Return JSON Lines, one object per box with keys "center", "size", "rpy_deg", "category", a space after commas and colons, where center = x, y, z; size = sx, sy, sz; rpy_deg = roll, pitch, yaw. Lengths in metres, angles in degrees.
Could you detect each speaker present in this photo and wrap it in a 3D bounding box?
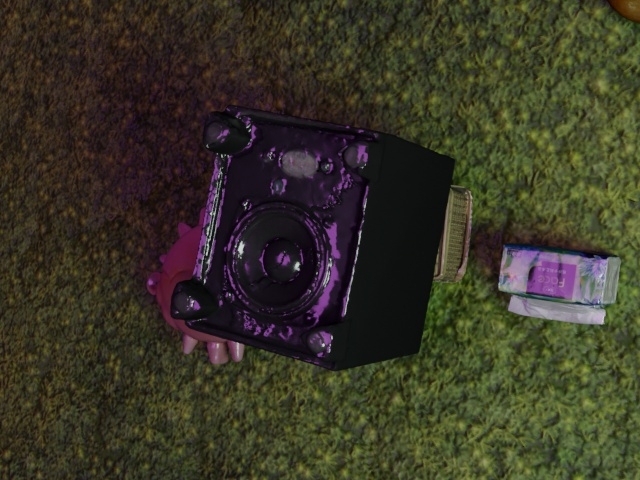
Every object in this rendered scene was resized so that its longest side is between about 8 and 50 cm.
{"center": [0.000, 0.000, 0.899], "size": [0.184, 0.254, 0.232], "rpy_deg": [12, 94, 27], "category": "speaker"}

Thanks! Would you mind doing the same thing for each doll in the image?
{"center": [-0.124, 0.054, 1.145], "size": [0.262, 0.093, 0.211], "rpy_deg": [-12, 78, 28], "category": "doll"}

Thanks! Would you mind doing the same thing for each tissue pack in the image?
{"center": [0.255, 0.047, 0.943], "size": [0.111, 0.085, 0.079], "rpy_deg": [7, 91, 28], "category": "tissue pack"}

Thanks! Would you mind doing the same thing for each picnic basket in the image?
{"center": [0.093, -0.013, 1.038], "size": [0.164, 0.079, 0.115], "rpy_deg": [5, 89, 29], "category": "picnic basket"}

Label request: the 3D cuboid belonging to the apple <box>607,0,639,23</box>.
{"center": [0.347, -0.286, 0.911], "size": [0.102, 0.099, 0.114], "rpy_deg": [52, 135, 28], "category": "apple"}
